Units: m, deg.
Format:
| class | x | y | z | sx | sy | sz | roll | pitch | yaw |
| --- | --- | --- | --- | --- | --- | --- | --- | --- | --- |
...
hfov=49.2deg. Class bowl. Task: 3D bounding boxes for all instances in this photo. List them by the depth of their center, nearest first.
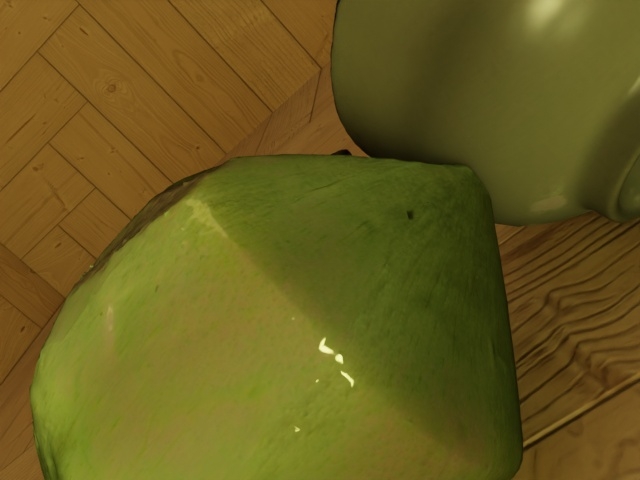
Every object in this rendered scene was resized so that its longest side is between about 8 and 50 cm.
| class | x | y | z | sx | sy | sz | roll | pitch | yaw |
| --- | --- | --- | --- | --- | --- | --- | --- | --- | --- |
| bowl | 0.201 | -0.136 | 0.492 | 0.354 | 0.354 | 0.185 | -42 | 60 | 6 |

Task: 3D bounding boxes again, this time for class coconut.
| class | x | y | z | sx | sy | sz | roll | pitch | yaw |
| --- | --- | --- | --- | --- | --- | --- | --- | --- | --- |
| coconut | -0.014 | 0.074 | 0.460 | 0.328 | 0.281 | 0.328 | -34 | -22 | -16 |

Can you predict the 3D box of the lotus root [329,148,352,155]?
| class | x | y | z | sx | sy | sz | roll | pitch | yaw |
| --- | --- | --- | --- | --- | --- | --- | --- | --- | --- |
| lotus root | -0.075 | -0.045 | 1.082 | 0.310 | 0.183 | 0.183 | -27 | 23 | 30 |
